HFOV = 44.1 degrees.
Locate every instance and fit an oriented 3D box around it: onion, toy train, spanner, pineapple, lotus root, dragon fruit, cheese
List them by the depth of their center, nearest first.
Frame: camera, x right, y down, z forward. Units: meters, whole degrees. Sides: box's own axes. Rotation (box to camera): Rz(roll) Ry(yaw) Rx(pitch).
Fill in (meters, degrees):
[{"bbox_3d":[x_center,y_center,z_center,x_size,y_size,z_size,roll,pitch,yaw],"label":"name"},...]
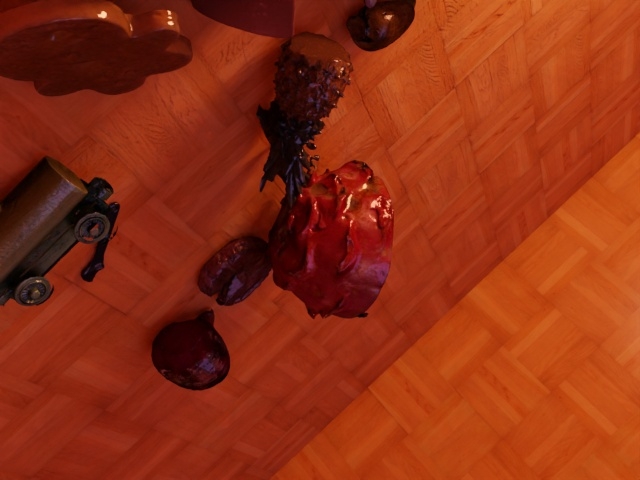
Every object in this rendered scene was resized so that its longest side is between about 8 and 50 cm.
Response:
[{"bbox_3d":[-0.095,-0.427,1.337,0.202,0.177,0.128,-26,146,-26],"label":"cheese"},{"bbox_3d":[-0.508,-0.010,1.410,0.307,0.126,0.189,-45,150,2],"label":"toy train"},{"bbox_3d":[-0.450,0.006,1.617,0.046,0.012,0.209,-8,135,-45],"label":"spanner"},{"bbox_3d":[-0.054,-0.247,1.641,0.165,0.165,0.365,-17,143,-39],"label":"pineapple"},{"bbox_3d":[0.145,-0.467,1.677,0.190,0.095,0.108,-31,-177,-31],"label":"lotus root"},{"bbox_3d":[0.000,0.000,1.860,0.248,0.371,0.386,10,154,-25],"label":"dragon fruit"},{"bbox_3d":[-0.310,0.252,1.964,0.140,0.195,0.218,82,24,-54],"label":"onion"}]

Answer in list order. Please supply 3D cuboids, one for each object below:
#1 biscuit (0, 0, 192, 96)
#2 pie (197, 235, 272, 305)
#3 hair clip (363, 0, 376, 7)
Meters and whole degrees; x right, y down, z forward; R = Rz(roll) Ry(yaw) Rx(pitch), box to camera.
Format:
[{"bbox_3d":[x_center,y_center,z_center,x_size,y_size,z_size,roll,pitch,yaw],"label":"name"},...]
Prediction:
[{"bbox_3d":[-0.351,-0.292,1.195,0.275,0.052,0.355,-19,173,26],"label":"biscuit"},{"bbox_3d":[-0.207,0.078,1.965,0.204,0.054,0.218,-50,150,11],"label":"pie"},{"bbox_3d":[0.084,-0.560,1.482,0.137,0.090,0.278,-44,152,-19],"label":"hair clip"}]
